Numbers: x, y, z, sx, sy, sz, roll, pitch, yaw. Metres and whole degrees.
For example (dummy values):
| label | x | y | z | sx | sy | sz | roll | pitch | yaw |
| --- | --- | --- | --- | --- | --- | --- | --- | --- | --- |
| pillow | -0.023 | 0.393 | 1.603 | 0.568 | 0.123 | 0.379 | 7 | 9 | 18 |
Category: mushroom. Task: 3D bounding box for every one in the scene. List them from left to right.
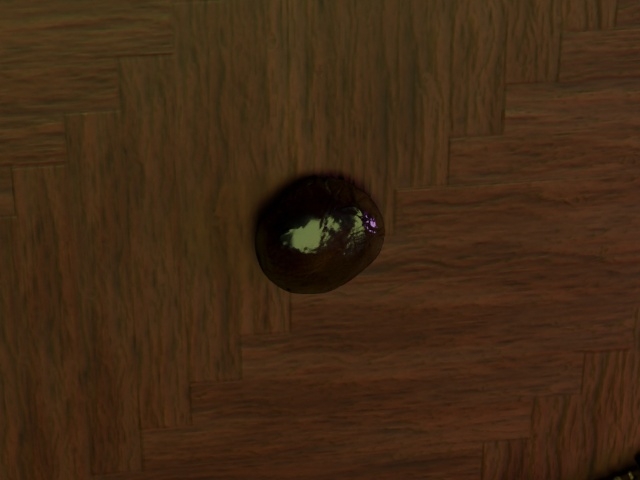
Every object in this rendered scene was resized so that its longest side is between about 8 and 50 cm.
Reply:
| label | x | y | z | sx | sy | sz | roll | pitch | yaw |
| --- | --- | --- | --- | --- | --- | --- | --- | --- | --- |
| mushroom | 0.000 | 0.000 | 1.662 | 0.123 | 0.052 | 0.123 | -6 | 123 | -9 |

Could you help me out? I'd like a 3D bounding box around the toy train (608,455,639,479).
| label | x | y | z | sx | sy | sz | roll | pitch | yaw |
| --- | --- | --- | --- | --- | --- | --- | --- | --- | --- |
| toy train | 0.326 | 0.276 | 1.872 | 0.138 | 0.050 | 0.087 | -23 | 116 | 5 |
